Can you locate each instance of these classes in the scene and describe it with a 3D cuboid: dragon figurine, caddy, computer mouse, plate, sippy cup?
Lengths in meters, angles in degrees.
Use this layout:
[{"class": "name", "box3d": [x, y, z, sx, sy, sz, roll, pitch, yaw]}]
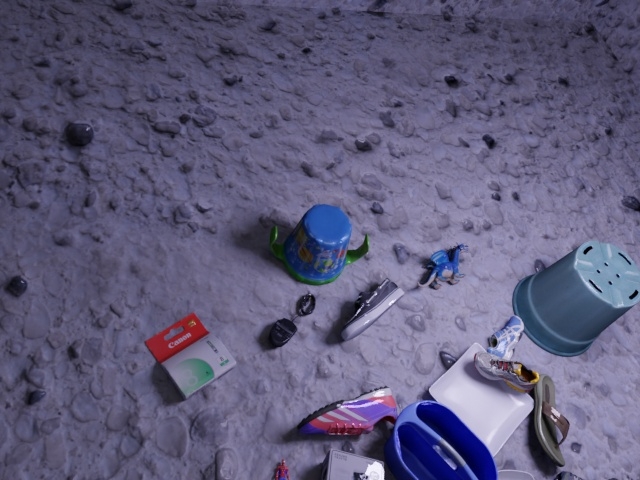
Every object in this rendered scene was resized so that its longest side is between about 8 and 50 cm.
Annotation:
[{"class": "dragon figurine", "box3d": [0.435, 0.095, 2.049, 0.289, 0.085, 0.144, -13, 63, -24]}, {"class": "caddy", "box3d": [0.348, 0.633, 1.623, 0.341, 0.179, 0.241, 45, 56, 14]}, {"class": "computer mouse", "box3d": [-0.089, 0.261, 1.827, 0.071, 0.041, 0.242, 36, 49, 10]}, {"class": "plate", "box3d": [0.524, 0.517, 1.829, 0.277, 0.045, 0.278, -34, 72, -32]}, {"class": "sippy cup", "box3d": [0.000, 0.000, 1.901, 0.305, 0.224, 0.240, -29, 69, -29]}]

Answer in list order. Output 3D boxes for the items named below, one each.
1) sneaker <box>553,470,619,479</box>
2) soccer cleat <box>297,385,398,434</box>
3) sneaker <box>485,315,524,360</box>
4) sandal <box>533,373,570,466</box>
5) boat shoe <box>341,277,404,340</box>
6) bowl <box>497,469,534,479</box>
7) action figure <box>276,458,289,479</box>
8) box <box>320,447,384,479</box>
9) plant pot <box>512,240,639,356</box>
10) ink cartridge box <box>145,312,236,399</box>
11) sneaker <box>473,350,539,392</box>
[{"class": "sneaker", "box3d": [0.793, 0.763, 1.715, 0.299, 0.111, 0.121, -4, 56, -21]}, {"class": "soccer cleat", "box3d": [0.088, 0.531, 1.662, 0.318, 0.109, 0.117, -11, 66, -25]}, {"class": "sneaker", "box3d": [0.647, 0.338, 1.958, 0.081, 0.080, 0.211, 35, 54, 4]}, {"class": "sandal", "box3d": [0.754, 0.571, 1.811, 0.120, 0.086, 0.303, 36, 47, -32]}, {"class": "boat shoe", "box3d": [0.158, 0.222, 1.876, 0.301, 0.108, 0.102, -34, 73, -34]}, {"class": "bowl", "box3d": [0.581, 0.767, 1.675, 0.142, 0.053, 0.142, 10, 54, -13]}, {"class": "action figure", "box3d": [-0.106, 0.671, 1.560, 0.038, 0.030, 0.115, 5, 55, -7]}, {"class": "box", "box3d": [0.076, 0.727, 1.497, 0.169, 0.087, 0.290, 16, 40, -7]}, {"class": "plant pot", "box3d": [0.917, 0.190, 1.978, 0.340, 0.334, 0.341, 7, 56, -11]}, {"class": "ink cartridge box", "box3d": [-0.390, 0.336, 1.678, 0.181, 0.056, 0.225, -31, 72, -30]}, {"class": "sneaker", "box3d": [0.611, 0.417, 1.836, 0.225, 0.093, 0.088, 21, 55, -1]}]
